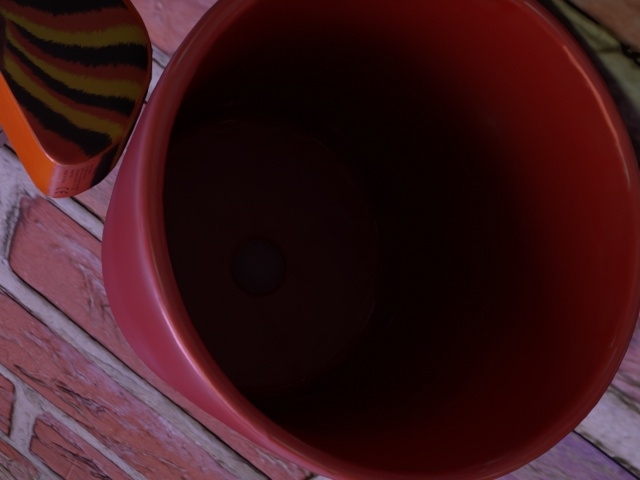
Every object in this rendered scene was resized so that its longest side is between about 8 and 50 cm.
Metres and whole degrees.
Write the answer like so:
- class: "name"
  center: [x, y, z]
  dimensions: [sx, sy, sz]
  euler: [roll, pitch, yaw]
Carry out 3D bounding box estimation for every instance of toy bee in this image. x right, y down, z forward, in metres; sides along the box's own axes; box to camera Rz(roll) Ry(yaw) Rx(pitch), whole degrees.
- class: "toy bee"
  center: [-0.173, -0.182, 0.721]
  dimensions: [0.298, 0.162, 0.195]
  euler: [59, 155, -15]

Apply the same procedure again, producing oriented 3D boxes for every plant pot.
- class: "plant pot"
  center: [0.000, 0.000, 0.726]
  dimensions: [0.275, 0.275, 0.243]
  euler: [47, 158, -12]

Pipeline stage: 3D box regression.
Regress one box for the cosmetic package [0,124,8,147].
- class: "cosmetic package"
  center: [-0.478, -0.139, 1.089]
  dimensions: [0.385, 0.217, 0.156]
  euler: [28, 159, 18]
